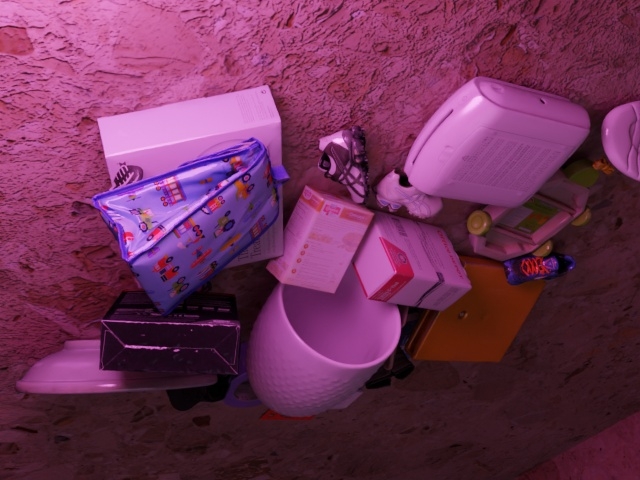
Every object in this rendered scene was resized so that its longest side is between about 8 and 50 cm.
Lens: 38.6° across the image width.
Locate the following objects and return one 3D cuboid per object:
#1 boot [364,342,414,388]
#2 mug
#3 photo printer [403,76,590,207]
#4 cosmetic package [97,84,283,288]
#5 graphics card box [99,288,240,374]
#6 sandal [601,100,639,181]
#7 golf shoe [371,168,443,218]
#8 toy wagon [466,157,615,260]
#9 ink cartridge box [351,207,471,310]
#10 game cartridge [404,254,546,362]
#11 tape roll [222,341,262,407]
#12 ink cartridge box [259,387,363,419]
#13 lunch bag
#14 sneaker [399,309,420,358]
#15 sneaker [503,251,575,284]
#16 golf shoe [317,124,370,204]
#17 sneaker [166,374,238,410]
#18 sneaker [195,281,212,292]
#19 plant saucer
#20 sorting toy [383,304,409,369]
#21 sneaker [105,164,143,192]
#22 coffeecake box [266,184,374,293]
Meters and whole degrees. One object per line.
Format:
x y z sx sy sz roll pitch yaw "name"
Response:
0.093 0.291 2.222 0.247 0.161 0.083 -17 146 -7 "boot"
0.010 0.211 2.010 0.374 0.276 0.328 -35 165 -42 "mug"
0.324 -0.182 1.739 0.308 0.107 0.256 6 138 -34 "photo printer"
-0.211 -0.082 1.595 0.285 0.097 0.377 -12 145 -9 "cosmetic package"
-0.264 0.159 1.663 0.233 0.094 0.371 3 -177 -8 "graphics card box"
0.726 -0.198 1.937 0.416 0.169 0.102 1 180 -31 "sandal"
0.191 -0.096 1.826 0.176 0.069 0.086 7 131 -37 "golf shoe"
0.490 -0.077 2.016 0.267 0.068 0.344 16 131 -43 "toy wagon"
0.181 0.044 1.916 0.237 0.172 0.100 12 134 -40 "ink cartridge box"
0.390 0.175 2.255 0.324 0.052 0.285 8 117 -40 "game cartridge"
-0.158 0.320 2.200 0.189 0.080 0.189 -15 147 -10 "tape roll"
-0.025 0.446 2.474 0.189 0.066 0.232 10 131 -38 "ink cartridge box"
-0.178 -0.039 1.463 0.293 0.138 0.221 -29 155 -9 "lunch bag"
0.217 0.265 2.327 0.080 0.081 0.211 -13 145 -14 "sneaker"
0.522 0.056 2.186 0.221 0.083 0.087 -8 173 -36 "sneaker"
0.044 -0.136 1.693 0.094 0.077 0.198 -7 142 4 "golf shoe"
-0.273 0.327 2.101 0.109 0.130 0.286 0 142 -33 "sneaker"
-0.268 0.120 1.896 0.119 0.047 0.057 -42 153 30 "sneaker"
-0.410 0.249 1.855 0.401 0.100 0.400 -1 174 0 "plant saucer"
0.176 0.169 2.098 0.038 0.193 0.208 13 145 4 "sorting toy"
-0.304 -0.082 1.439 0.044 0.040 0.109 0 149 -42 "sneaker"
0.000 0.000 1.789 0.142 0.068 0.185 14 108 -41 "coffeecake box"
